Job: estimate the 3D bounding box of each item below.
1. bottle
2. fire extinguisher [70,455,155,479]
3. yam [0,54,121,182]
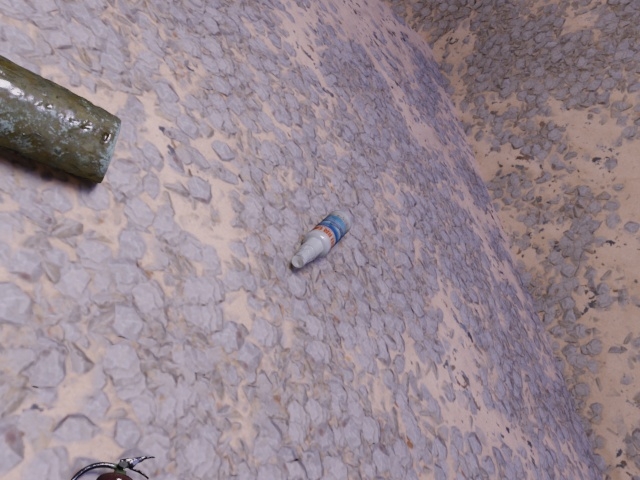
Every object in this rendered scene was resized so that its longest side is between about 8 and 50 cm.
[{"bbox_3d":[0.000,0.000,1.073,0.060,0.060,0.217,55,34,-5],"label":"bottle"},{"bbox_3d":[-0.228,0.287,0.537,0.078,0.045,0.157,21,45,-14],"label":"fire extinguisher"},{"bbox_3d":[-0.346,-0.148,0.681,0.194,0.107,0.107,25,45,-43],"label":"yam"}]
